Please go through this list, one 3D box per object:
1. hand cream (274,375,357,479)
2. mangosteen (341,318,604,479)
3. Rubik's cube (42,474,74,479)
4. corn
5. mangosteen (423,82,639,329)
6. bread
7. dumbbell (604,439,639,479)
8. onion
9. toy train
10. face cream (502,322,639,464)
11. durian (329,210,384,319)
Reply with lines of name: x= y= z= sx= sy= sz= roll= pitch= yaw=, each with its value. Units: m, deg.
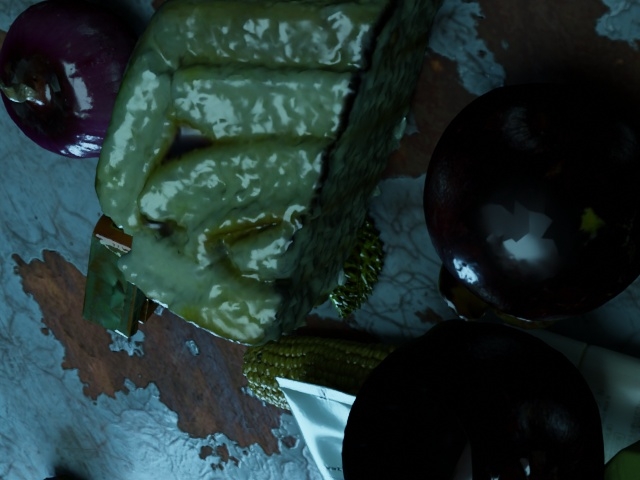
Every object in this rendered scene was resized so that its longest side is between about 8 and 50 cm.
hand cream: x=0.032 y=0.258 z=1.727 sx=0.109 sy=0.067 sz=0.321 roll=12 pitch=147 yaw=24
mangosteen: x=0.131 y=0.206 z=1.471 sx=0.287 sy=0.233 sz=0.288 roll=7 pitch=101 yaw=39
Rubik's cube: x=-0.370 y=0.384 z=2.096 sx=0.111 sy=0.111 sz=0.093 roll=53 pitch=159 yaw=-12
corn: x=0.039 y=0.163 z=1.699 sx=0.293 sy=0.106 sz=0.106 roll=3 pitch=123 yaw=28
mangosteen: x=0.202 y=-0.020 z=1.398 sx=0.228 sy=0.228 sz=0.265 roll=25 pitch=140 yaw=12
bread: x=-0.065 y=-0.124 z=1.439 sx=0.264 sy=0.239 sz=0.395 roll=25 pitch=109 yaw=17
dumbbell: x=0.306 y=0.304 z=1.546 sx=0.108 sy=0.121 sz=0.302 roll=5 pitch=148 yaw=-12
onion: x=-0.266 y=-0.172 z=1.605 sx=0.177 sy=0.153 sz=0.177 roll=10 pitch=135 yaw=11
toy train: x=-0.227 y=0.026 z=1.755 sx=0.072 sy=0.099 sz=0.188 roll=25 pitch=132 yaw=13
face cream: x=0.345 y=0.200 z=1.560 sx=0.348 sy=0.081 sz=0.173 roll=17 pitch=132 yaw=19
durian: x=0.000 y=0.000 z=1.625 sx=0.100 sy=0.086 sz=0.215 roll=0 pitch=124 yaw=46
